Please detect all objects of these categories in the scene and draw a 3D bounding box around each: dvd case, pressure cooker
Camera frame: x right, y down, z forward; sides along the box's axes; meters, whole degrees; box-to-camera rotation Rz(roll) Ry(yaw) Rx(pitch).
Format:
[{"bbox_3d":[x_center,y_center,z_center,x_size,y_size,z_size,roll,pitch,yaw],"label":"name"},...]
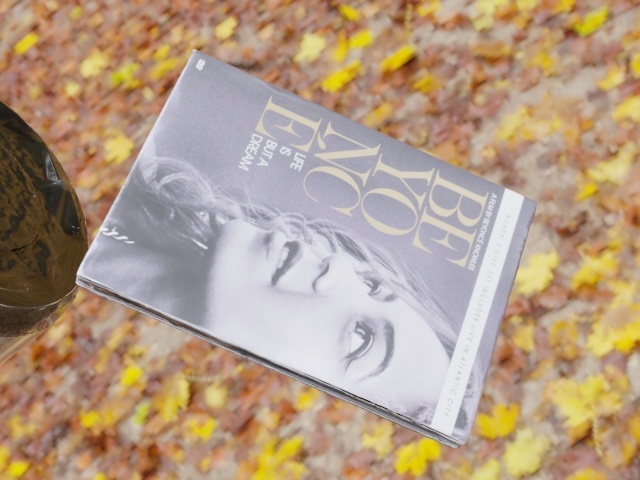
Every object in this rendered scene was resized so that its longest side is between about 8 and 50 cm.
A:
[{"bbox_3d":[0.000,0.000,0.724,0.018,0.221,0.164,119,174,-57],"label":"dvd case"},{"bbox_3d":[-0.528,0.044,1.560,0.420,0.375,0.370,-35,72,26],"label":"pressure cooker"}]
